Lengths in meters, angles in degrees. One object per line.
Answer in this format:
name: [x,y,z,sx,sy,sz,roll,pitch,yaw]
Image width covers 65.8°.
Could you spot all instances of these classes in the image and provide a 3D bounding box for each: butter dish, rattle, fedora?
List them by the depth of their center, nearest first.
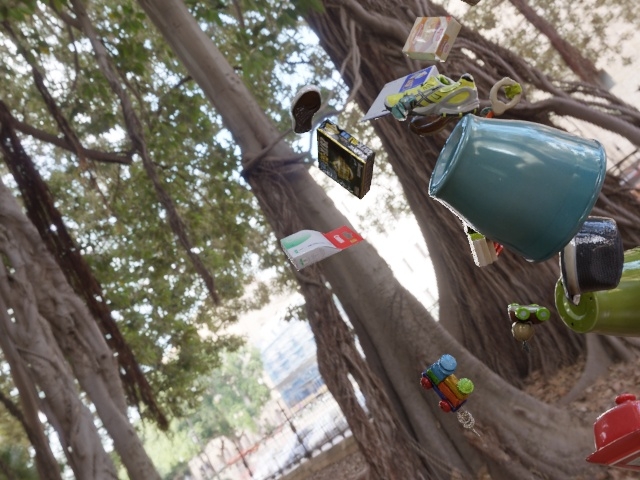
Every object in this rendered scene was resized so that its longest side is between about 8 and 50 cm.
butter dish: [0.560,0.328,0.871,0.160,0.118,0.159,15,-48,-15]
fedora: [0.858,0.041,1.553,0.153,0.333,0.334,-4,6,37]
rattle: [0.748,-0.589,2.105,0.199,0.130,0.142,-59,20,14]

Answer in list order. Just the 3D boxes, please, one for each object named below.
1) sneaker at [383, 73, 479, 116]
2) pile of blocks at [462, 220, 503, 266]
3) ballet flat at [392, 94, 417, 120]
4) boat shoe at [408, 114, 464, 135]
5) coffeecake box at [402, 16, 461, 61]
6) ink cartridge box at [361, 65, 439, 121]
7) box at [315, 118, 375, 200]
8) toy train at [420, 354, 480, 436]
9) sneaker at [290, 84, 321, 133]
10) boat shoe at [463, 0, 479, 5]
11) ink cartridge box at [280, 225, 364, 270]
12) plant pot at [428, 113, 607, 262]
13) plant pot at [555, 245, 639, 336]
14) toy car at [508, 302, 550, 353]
sneaker: [0.412,-0.544,1.852,0.145,0.385,0.147,-28,-60,-46]
pile of blocks: [0.506,-0.090,1.574,0.113,0.361,0.149,-17,-24,11]
ballet flat: [0.290,-0.451,1.675,0.070,0.070,0.188,-35,7,2]
boat shoe: [0.496,-0.537,2.011,0.324,0.122,0.119,-31,-34,-20]
coffeecake box: [0.421,-0.768,1.885,0.068,0.185,0.142,19,-82,-38]
ink cartridge box: [0.377,-0.669,2.336,0.304,0.072,0.307,-4,48,47]
box: [0.102,-0.335,2.091,0.079,0.257,0.322,-45,-16,-15]
toy train: [0.429,0.470,1.510,0.105,0.248,0.143,-27,-27,-25]
sneaker: [-0.068,-0.502,1.791,0.106,0.123,0.290,-6,-13,-13]
boat shoe: [0.395,-0.755,1.453,0.303,0.109,0.098,-8,-13,-38]
ink cartridge box: [0.000,0.000,1.549,0.225,0.056,0.181,-26,23,-8]
plant pot: [0.372,-0.126,1.007,0.271,0.255,0.271,-158,90,-90]
plant pot: [1.124,0.215,1.894,0.353,0.366,0.366,-5,-23,-12]
toy car: [0.836,0.356,1.995,0.149,0.188,0.155,2,-1,9]
